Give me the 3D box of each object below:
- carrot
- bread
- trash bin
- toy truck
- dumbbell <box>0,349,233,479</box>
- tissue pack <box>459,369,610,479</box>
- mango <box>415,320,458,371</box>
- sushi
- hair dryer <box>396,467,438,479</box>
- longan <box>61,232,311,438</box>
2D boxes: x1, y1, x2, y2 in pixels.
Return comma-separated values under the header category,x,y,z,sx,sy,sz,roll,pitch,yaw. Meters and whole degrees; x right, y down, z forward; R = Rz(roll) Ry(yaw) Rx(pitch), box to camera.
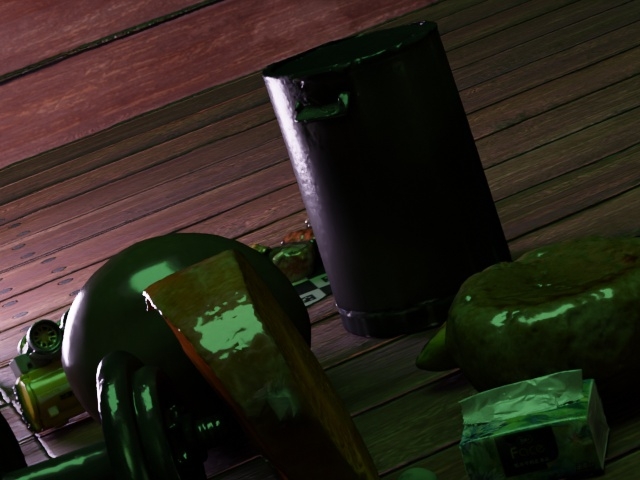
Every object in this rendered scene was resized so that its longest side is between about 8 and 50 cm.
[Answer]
category,x,y,z,sx,sy,sz,roll,pitch,yaw
carrot,-0.046,0.127,1.655,0.100,0.258,0.307,-36,5,0
bread,0.224,0.079,1.742,0.230,0.123,0.230,-16,12,4
trash bin,0.075,-0.073,2.112,0.203,0.301,0.252,-12,16,23
toy truck,-0.238,0.124,2.159,0.227,0.114,0.098,-23,-6,-19
dumbbell,-0.214,0.205,1.687,0.290,0.192,0.192,-18,15,4
tissue pack,0.175,0.153,1.614,0.111,0.079,0.085,-14,16,16
mango,0.171,0.073,1.895,0.187,0.066,0.101,-30,-19,-24
sushi,0.000,0.000,2.434,0.290,0.050,0.264,-28,18,-34
hair dryer,0.026,0.243,1.531,0.225,0.088,0.219,-27,1,31
longan,-0.129,0.100,1.917,0.248,0.248,0.248,-17,15,5
